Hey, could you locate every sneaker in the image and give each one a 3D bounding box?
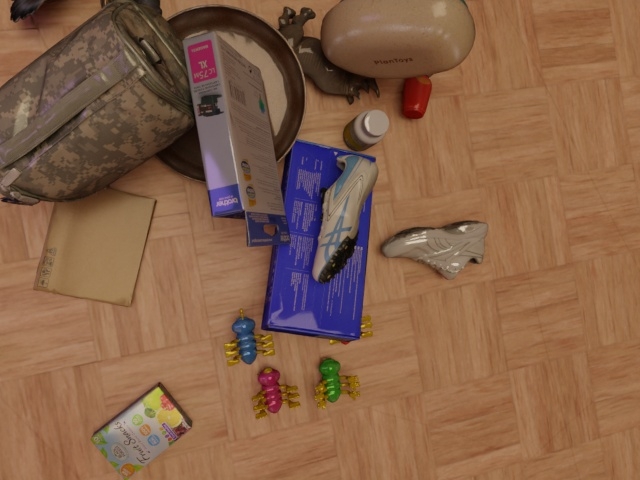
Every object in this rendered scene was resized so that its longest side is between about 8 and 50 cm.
[{"bbox_3d":[0.235,0.026,1.041,0.233,0.090,0.115,-7,94,-13],"label":"sneaker"},{"bbox_3d":[0.029,-0.038,0.892,0.086,0.085,0.237,16,72,15],"label":"sneaker"}]

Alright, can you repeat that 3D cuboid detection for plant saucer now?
[{"bbox_3d":[-0.180,-0.256,0.937,0.311,0.050,0.310,0,98,-3],"label":"plant saucer"}]

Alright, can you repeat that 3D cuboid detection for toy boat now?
[{"bbox_3d":[0.148,-0.351,0.937,0.268,0.318,0.147,6,79,24],"label":"toy boat"}]

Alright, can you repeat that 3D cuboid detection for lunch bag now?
[{"bbox_3d":[-0.338,-0.197,0.774,0.305,0.256,0.212,-32,106,10],"label":"lunch bag"}]

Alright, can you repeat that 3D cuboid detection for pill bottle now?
[{"bbox_3d":[0.088,-0.211,0.992,0.065,0.116,0.065,0,89,-14],"label":"pill bottle"}]

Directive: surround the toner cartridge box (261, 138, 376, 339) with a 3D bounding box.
[{"bbox_3d":[0.000,0.000,0.950,0.165,0.075,0.347,11,73,-14],"label":"toner cartridge box"}]

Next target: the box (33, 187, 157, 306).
[{"bbox_3d":[-0.396,0.005,0.922,0.165,0.021,0.201,13,86,-13],"label":"box"}]

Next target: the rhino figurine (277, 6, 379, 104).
[{"bbox_3d":[0.015,-0.341,1.001,0.243,0.073,0.106,30,77,-19],"label":"rhino figurine"}]

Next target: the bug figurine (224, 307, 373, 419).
[{"bbox_3d":[-0.041,0.217,0.978,0.279,0.072,0.216,-7,97,-18],"label":"bug figurine"}]

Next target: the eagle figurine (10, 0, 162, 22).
[{"bbox_3d":[-0.371,-0.475,0.875,0.226,0.225,0.298,40,119,27],"label":"eagle figurine"}]

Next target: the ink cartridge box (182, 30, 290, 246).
[{"bbox_3d":[-0.124,-0.139,0.813,0.065,0.186,0.310,-13,88,14],"label":"ink cartridge box"}]

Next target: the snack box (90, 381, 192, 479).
[{"bbox_3d":[-0.315,0.338,0.926,0.141,0.037,0.100,-37,96,-11],"label":"snack box"}]
